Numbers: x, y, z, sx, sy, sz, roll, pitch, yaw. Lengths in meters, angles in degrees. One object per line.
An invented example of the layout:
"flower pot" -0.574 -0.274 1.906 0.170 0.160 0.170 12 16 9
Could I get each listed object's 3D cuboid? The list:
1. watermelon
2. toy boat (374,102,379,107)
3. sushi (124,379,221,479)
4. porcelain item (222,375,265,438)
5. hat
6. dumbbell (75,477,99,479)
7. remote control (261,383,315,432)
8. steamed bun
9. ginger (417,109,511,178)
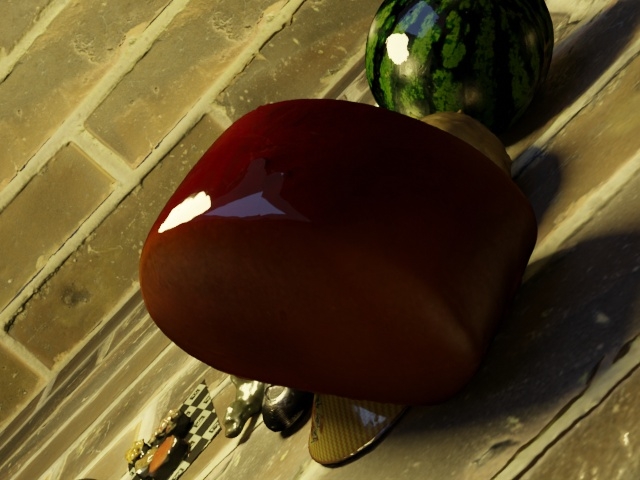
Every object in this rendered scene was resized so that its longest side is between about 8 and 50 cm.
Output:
"watermelon" 0.189 -0.256 1.277 0.269 0.269 0.269 -44 14 14
"toy boat" 0.088 -0.157 1.608 0.290 0.100 0.199 -36 17 35
"sushi" -0.246 0.308 1.439 0.192 0.043 0.279 -48 14 -3
"porcelain item" -0.087 0.182 1.287 0.081 0.069 0.215 -27 29 44
"hat" 0.030 0.140 0.995 0.193 0.082 0.193 -44 13 13
"dumbbell" -0.329 0.410 1.286 0.100 0.100 0.191 -48 13 -1
"remote control" -0.019 0.130 1.196 0.090 0.066 0.266 -39 16 41
"steamed bun" 0.000 0.000 0.911 0.379 0.248 0.235 3 46 33
"ginger" 0.095 -0.044 1.148 0.304 0.155 0.244 -34 26 43
